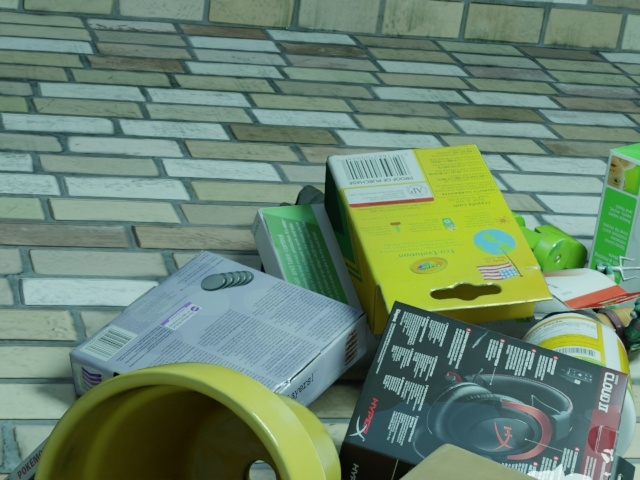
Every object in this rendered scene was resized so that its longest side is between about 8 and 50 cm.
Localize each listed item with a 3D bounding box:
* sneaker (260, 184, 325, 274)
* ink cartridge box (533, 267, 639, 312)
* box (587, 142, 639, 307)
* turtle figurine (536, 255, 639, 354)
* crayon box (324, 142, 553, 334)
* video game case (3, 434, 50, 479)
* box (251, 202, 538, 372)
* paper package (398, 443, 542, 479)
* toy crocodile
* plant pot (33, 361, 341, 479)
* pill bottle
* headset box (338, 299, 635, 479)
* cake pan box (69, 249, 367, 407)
[{"bbox_3d":[0.000,0.000,2.229,0.130,0.109,0.286,19,25,10],"label":"sneaker"},{"bbox_3d":[0.315,0.058,1.951,0.179,0.045,0.145,-11,0,39],"label":"ink cartridge box"},{"bbox_3d":[0.518,0.011,2.202,0.127,0.231,0.262,-12,29,-42],"label":"box"},{"bbox_3d":[0.383,0.102,2.083,0.234,0.118,0.175,-15,13,-16],"label":"turtle figurine"},{"bbox_3d":[0.134,0.008,1.913,0.202,0.081,0.318,-5,37,-10],"label":"crayon box"},{"bbox_3d":[-0.207,0.198,1.567,0.201,0.183,0.023,-14,69,-44],"label":"video game case"},{"bbox_3d":[0.094,0.050,2.029,0.322,0.058,0.232,-4,54,-24],"label":"box"},{"bbox_3d":[0.148,0.342,1.310,0.309,0.168,0.325,20,23,24],"label":"paper package"},{"bbox_3d":[0.247,0.041,2.227,0.115,0.105,0.340,29,34,36],"label":"toy crocodile"},{"bbox_3d":[-0.093,0.229,1.436,0.254,0.254,0.239,16,7,19],"label":"plant pot"},{"bbox_3d":[0.293,0.165,1.851,0.136,0.136,0.245,10,18,5],"label":"pill bottle"},{"bbox_3d":[0.179,0.208,1.626,0.293,0.110,0.218,17,42,5],"label":"headset box"},{"bbox_3d":[-0.116,0.130,1.818,0.246,0.070,0.267,17,37,29],"label":"cake pan box"}]
